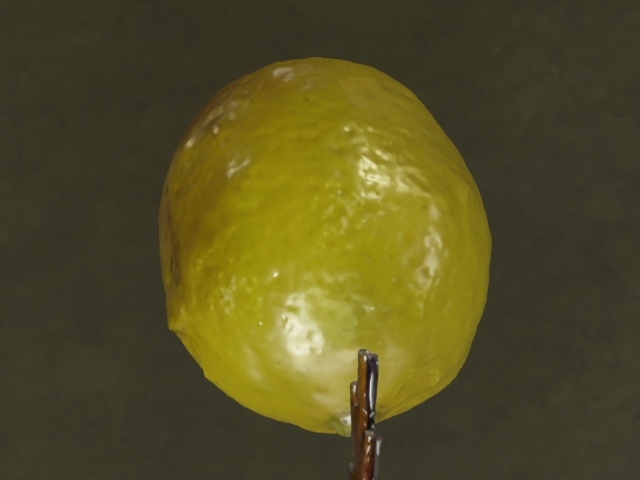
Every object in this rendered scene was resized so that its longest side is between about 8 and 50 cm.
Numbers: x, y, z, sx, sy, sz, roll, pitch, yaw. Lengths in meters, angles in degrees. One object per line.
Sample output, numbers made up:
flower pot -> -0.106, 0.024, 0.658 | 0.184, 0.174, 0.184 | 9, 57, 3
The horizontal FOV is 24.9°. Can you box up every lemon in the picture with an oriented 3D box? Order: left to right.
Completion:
lemon -> 0.000, 0.000, 0.995 | 0.233, 0.233, 0.288 | -15, 60, -4

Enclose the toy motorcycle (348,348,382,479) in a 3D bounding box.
toy motorcycle -> -0.021, 0.251, 0.632 | 0.134, 0.401, 0.207 | -3, -1, 11
